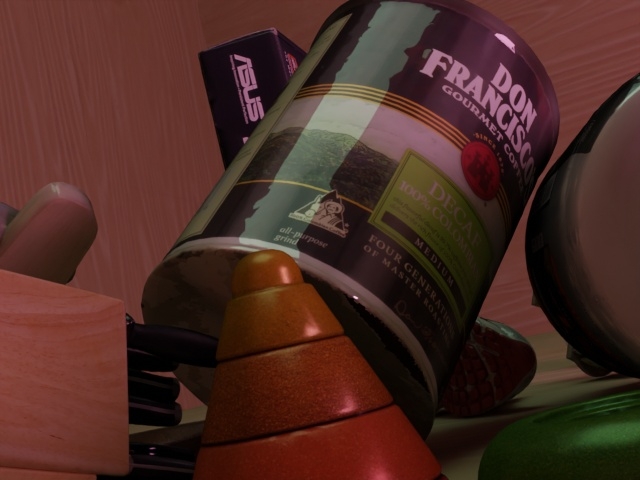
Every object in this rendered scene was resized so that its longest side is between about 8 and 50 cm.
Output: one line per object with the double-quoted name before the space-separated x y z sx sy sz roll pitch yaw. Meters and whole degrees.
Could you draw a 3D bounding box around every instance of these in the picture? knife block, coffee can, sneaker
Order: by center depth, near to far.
"knife block" -0.161 0.060 0.598 0.088 0.276 0.242 -16 23 33
"coffee can" 0.030 -0.014 0.796 0.201 0.201 0.275 -17 32 44
"sneaker" 0.140 0.105 1.022 0.092 0.088 0.225 -10 -6 -15

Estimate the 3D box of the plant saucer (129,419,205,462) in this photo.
"plant saucer" -0.204 0.183 0.828 0.310 0.050 0.310 -12 -6 -1

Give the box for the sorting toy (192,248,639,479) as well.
"sorting toy" 0.097 0.046 0.487 0.365 0.126 0.127 -10 -6 -29

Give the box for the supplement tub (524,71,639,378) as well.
"supplement tub" 0.252 -0.002 0.795 0.207 0.207 0.338 -13 -6 5

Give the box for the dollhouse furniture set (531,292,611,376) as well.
"dollhouse furniture set" 0.315 0.090 1.092 0.161 0.101 0.182 16 -17 -20

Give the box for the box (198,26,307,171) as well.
"box" 0.000 0.000 1.239 0.097 0.395 0.318 -15 -7 11

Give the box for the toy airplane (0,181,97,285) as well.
"toy airplane" -0.373 0.120 1.066 0.386 0.272 0.384 -29 -25 -18

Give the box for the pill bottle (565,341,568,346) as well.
"pill bottle" 0.364 0.073 1.286 0.184 0.103 0.103 -15 -6 24
